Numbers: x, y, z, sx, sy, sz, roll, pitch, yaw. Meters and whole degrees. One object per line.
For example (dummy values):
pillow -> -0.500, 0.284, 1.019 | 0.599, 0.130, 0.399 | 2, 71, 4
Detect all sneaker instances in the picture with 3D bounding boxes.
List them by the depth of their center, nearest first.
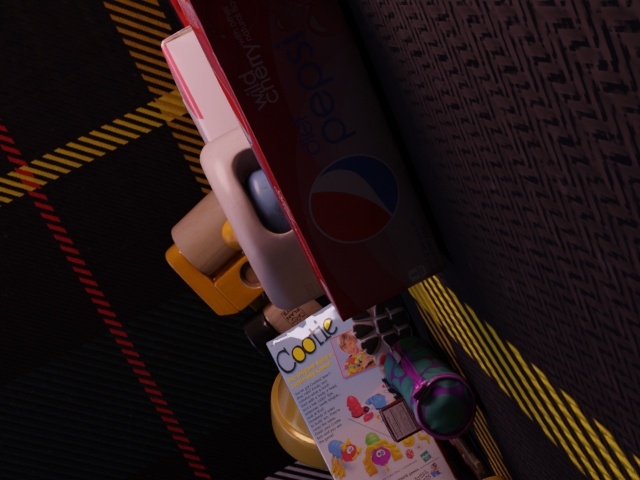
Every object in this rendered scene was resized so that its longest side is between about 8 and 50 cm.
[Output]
sneaker -> 0.082, 0.117, 1.116 | 0.071, 0.068, 0.170 | -89, -21, -67

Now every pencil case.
pencil case -> 0.107, 0.145, 0.939 | 0.070, 0.064, 0.151 | 38, -179, -12

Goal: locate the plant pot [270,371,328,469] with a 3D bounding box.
plant pot -> 0.026, 0.282, 1.831 | 0.239, 0.254, 0.254 | 90, 157, -46

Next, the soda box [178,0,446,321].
soda box -> -0.004, -0.079, 0.651 | 0.263, 0.092, 0.083 | 64, 177, -27

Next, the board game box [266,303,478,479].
board game box -> 0.069, 0.227, 1.234 | 0.275, 0.144, 0.142 | 62, -168, 20

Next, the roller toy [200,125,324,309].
roller toy -> -0.033, -0.034, 0.941 | 0.191, 0.146, 0.209 | 65, 176, -31

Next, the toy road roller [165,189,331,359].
toy road roller -> -0.102, 0.036, 1.719 | 0.329, 0.202, 0.240 | 46, -166, -11

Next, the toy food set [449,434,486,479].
toy food set -> 0.168, 0.237, 1.112 | 0.122, 0.019, 0.078 | 53, 171, 44

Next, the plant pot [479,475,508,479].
plant pot -> 0.153, 0.364, 0.919 | 0.187, 0.212, 0.212 | -102, -10, -54

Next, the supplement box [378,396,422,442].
supplement box -> 0.111, 0.191, 1.052 | 0.043, 0.083, 0.055 | 62, 177, 10

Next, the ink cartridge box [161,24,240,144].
ink cartridge box -> -0.112, -0.173, 1.278 | 0.207, 0.117, 0.283 | 62, 176, 0

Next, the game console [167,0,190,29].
game console -> -0.222, -0.398, 1.781 | 0.386, 0.060, 0.342 | 62, -179, 25
